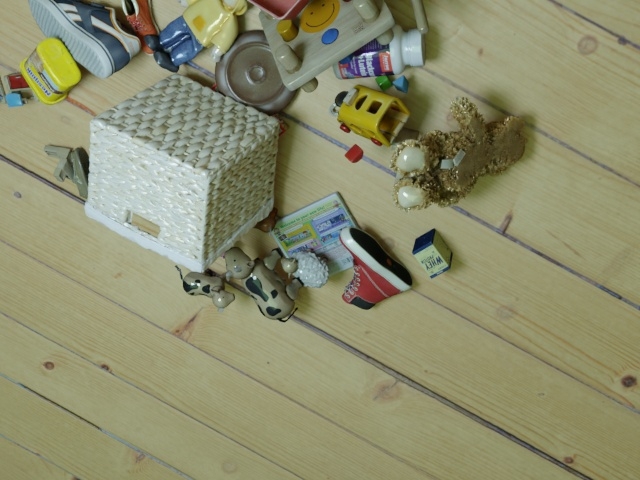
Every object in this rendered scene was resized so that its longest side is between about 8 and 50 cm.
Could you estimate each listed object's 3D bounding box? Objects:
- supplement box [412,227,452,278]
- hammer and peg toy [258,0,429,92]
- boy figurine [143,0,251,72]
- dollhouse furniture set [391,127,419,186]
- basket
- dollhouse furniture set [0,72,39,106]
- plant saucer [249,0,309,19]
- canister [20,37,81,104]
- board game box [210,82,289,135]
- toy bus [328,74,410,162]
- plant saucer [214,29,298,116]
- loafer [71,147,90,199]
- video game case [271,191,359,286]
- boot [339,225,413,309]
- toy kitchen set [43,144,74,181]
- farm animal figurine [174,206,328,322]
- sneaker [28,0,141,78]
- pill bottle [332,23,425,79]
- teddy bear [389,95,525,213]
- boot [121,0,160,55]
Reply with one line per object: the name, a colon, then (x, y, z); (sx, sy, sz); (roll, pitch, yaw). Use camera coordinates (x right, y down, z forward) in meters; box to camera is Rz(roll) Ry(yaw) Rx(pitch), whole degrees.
supplement box: (0.271, 0.031, 1.719); (0.056, 0.083, 0.083); (-32, 104, 26)
hammer and peg toy: (0.051, -0.479, 1.442); (0.361, 0.265, 0.127); (-29, 144, 15)
boy figurine: (-0.255, -0.491, 1.604); (0.285, 0.092, 0.177); (-29, 81, 22)
dollhouse furniture set: (0.217, -0.159, 1.624); (0.144, 0.123, 0.151); (14, 117, 8)
basket: (-0.298, -0.164, 1.601); (0.329, 0.331, 0.266); (26, 129, 14)
dollhouse furniture set: (-0.820, -0.397, 1.785); (0.184, 0.129, 0.128); (-2, 113, 17)
plant saucer: (-0.054, -0.570, 1.439); (0.258, 0.259, 0.048); (-48, 141, 1)
canister: (-0.653, -0.408, 1.721); (0.170, 0.073, 0.126); (-9, 115, 56)
board game box: (-0.193, -0.297, 1.713); (0.147, 0.045, 0.193); (-38, 100, 26)
toy bus: (0.092, -0.287, 1.551); (0.202, 0.190, 0.104); (-21, 148, 23)
plant saucer: (-0.145, -0.382, 1.633); (0.199, 0.036, 0.198); (0, 102, -1)
loafer: (-0.633, -0.172, 1.880); (0.050, 0.056, 0.147); (-5, 112, 10)
video game case: (0.000, 0.000, 1.811); (0.213, 0.023, 0.193); (-24, 106, 24)
boot: (0.089, 0.080, 1.762); (0.176, 0.088, 0.244); (-31, 123, 27)
toy kitchen set: (-0.695, -0.195, 1.883); (0.075, 0.083, 0.068); (10, 157, 10)
farm animal figurine: (-0.187, 0.089, 1.798); (0.327, 0.172, 0.330); (40, 122, -3)
sneaker: (-0.555, -0.499, 1.683); (0.321, 0.127, 0.126); (39, 150, 21)
pill bottle: (0.127, -0.410, 1.542); (0.194, 0.108, 0.108); (-2, 113, 16)
teddy bear: (0.282, -0.180, 1.533); (0.338, 0.113, 0.245); (-36, 124, -14)
boot: (-0.422, -0.506, 1.658); (0.059, 0.084, 0.157); (-5, 114, 15)
